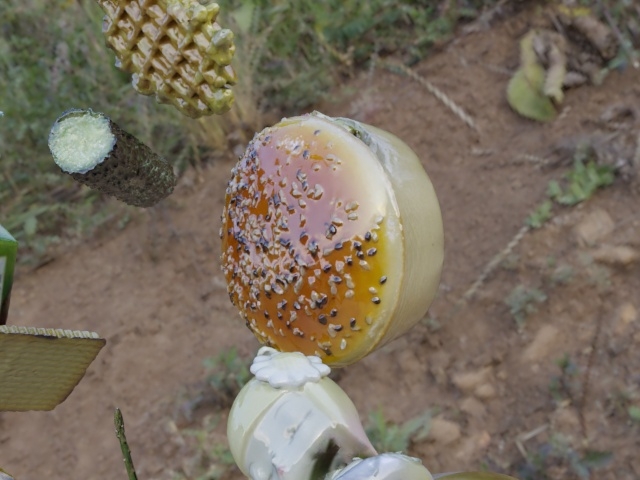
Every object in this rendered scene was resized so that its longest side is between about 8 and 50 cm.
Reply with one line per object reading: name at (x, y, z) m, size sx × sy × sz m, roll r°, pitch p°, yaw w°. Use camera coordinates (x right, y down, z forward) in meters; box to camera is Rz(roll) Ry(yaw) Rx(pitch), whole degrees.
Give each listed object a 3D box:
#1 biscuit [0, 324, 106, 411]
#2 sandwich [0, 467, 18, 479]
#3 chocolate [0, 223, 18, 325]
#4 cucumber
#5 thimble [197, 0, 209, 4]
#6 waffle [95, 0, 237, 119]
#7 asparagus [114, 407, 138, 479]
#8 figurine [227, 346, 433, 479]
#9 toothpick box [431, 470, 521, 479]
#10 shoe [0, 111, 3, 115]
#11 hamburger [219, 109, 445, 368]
biscuit at (-0.458, 0.192, 1.648) m, size 0.254 × 0.029 × 0.172 m, roll 12°, pitch -57°, yaw -50°
sandwich at (-0.302, 0.268, 1.030) m, size 0.065 × 0.214 × 0.186 m, roll -49°, pitch -6°, yaw -30°
chocolate at (-0.591, 0.073, 1.714) m, size 0.137 × 0.301 × 0.288 m, roll 0°, pitch 24°, yaw -38°
cucumber at (-0.275, -0.099, 1.545) m, size 0.096 × 0.096 × 0.359 m, roll -30°, pitch -11°, yaw 3°
thimble at (-0.197, -0.508, 1.731) m, size 0.288 × 0.167 × 0.254 m, roll -55°, pitch -14°, yaw 26°
waffle at (-0.238, -0.319, 1.666) m, size 0.058 × 0.300 × 0.282 m, roll -39°, pitch -30°, yaw -32°
asparagus at (-0.231, 0.275, 1.341) m, size 0.016 × 0.163 × 0.016 m, roll -23°, pitch 21°, yaw -27°
figurine at (0.053, 0.230, 0.891) m, size 0.274 × 0.394 × 0.227 m, roll 7°, pitch -64°, yaw -41°
toothpick box at (0.198, 0.513, 1.428) m, size 0.408 × 0.409 × 0.425 m, roll -30°, pitch -7°, yaw 0°
shoe at (-0.517, -0.134, 1.651) m, size 0.071 × 0.143 × 0.064 m, roll 6°, pitch 20°, yaw -17°
hamburger at (0.000, 0.000, 1.262) m, size 0.176 × 0.300 × 0.300 m, roll -2°, pitch -19°, yaw -39°
